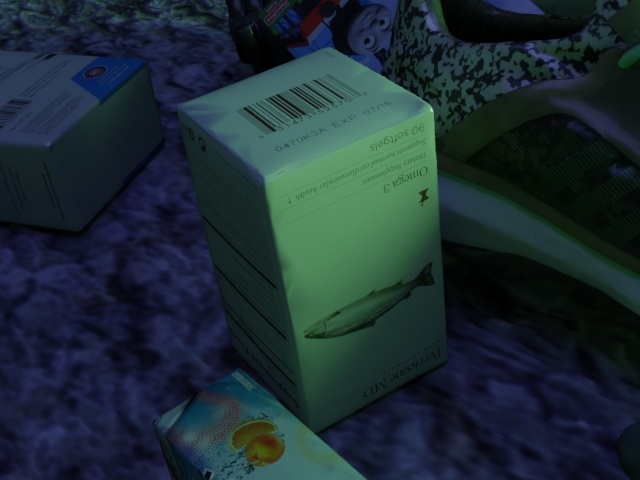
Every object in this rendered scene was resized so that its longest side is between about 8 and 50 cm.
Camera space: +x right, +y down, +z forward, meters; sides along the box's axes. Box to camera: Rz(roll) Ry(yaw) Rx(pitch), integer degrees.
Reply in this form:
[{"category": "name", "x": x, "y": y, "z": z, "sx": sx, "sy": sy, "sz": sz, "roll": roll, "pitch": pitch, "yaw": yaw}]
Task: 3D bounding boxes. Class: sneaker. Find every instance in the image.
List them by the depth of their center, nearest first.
[{"category": "sneaker", "x": 0.185, "y": -0.068, "z": 0.534, "sx": 0.410, "sy": 0.182, "sz": 0.158, "roll": 17, "pitch": 32, "yaw": 30}, {"category": "sneaker", "x": 0.010, "y": -0.176, "z": 0.875, "sx": 0.147, "sy": 0.104, "sz": 0.295, "roll": -33, "pitch": 51, "yaw": -3}]

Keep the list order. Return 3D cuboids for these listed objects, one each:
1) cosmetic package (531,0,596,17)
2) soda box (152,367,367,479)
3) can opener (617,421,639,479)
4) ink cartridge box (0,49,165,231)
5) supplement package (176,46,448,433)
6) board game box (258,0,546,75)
[{"category": "cosmetic package", "x": 0.290, "y": -0.203, "z": 0.827, "sx": 0.310, "sy": 0.113, "sz": 0.160, "roll": -3, "pitch": 37, "yaw": 8}, {"category": "soda box", "x": -0.007, "y": 0.140, "z": 0.467, "sx": 0.058, "sy": 0.063, "sz": 0.183, "roll": -31, "pitch": 42, "yaw": -27}, {"category": "can opener", "x": 0.278, "y": 0.084, "z": 0.498, "sx": 0.284, "sy": 0.075, "sz": 0.095, "roll": -16, "pitch": 5, "yaw": -9}, {"category": "ink cartridge box", "x": -0.259, "y": -0.091, "z": 0.812, "sx": 0.203, "sy": 0.085, "sz": 0.148, "roll": 7, "pitch": 39, "yaw": 22}, {"category": "supplement package", "x": 0.000, "y": 0.000, "z": 0.556, "sx": 0.105, "sy": 0.179, "sz": 0.105, "roll": -26, "pitch": 40, "yaw": -21}, {"category": "board game box", "x": 0.066, "y": -0.167, "z": 0.762, "sx": 0.160, "sy": 0.039, "sz": 0.211, "roll": -45, "pitch": 62, "yaw": 11}]
